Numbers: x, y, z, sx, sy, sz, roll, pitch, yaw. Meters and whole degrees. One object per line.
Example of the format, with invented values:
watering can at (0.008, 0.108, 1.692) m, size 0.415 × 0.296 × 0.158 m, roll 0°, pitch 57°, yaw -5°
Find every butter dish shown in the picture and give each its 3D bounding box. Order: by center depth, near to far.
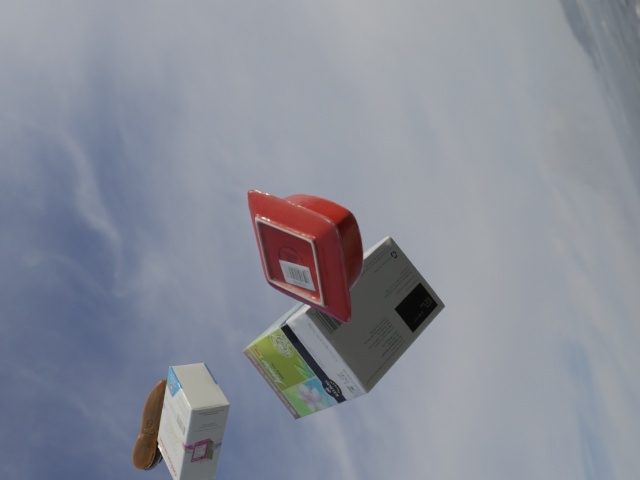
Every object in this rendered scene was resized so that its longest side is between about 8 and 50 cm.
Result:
butter dish at (0.000, 0.000, 0.814) m, size 0.118 × 0.160 × 0.160 m, roll -36°, pitch -48°, yaw -36°

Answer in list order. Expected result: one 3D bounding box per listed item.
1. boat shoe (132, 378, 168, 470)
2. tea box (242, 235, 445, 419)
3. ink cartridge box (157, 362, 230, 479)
boat shoe at (-0.377, 0.427, 1.467) m, size 0.073 × 0.073 × 0.207 m, roll 52°, pitch -126°, yaw -66°
tea box at (0.051, 0.207, 1.468) m, size 0.220 × 0.323 × 0.329 m, roll 51°, pitch -130°, yaw 1°
ink cartridge box at (-0.161, 0.230, 0.790) m, size 0.052 × 0.122 × 0.088 m, roll 0°, pitch -154°, yaw -33°
